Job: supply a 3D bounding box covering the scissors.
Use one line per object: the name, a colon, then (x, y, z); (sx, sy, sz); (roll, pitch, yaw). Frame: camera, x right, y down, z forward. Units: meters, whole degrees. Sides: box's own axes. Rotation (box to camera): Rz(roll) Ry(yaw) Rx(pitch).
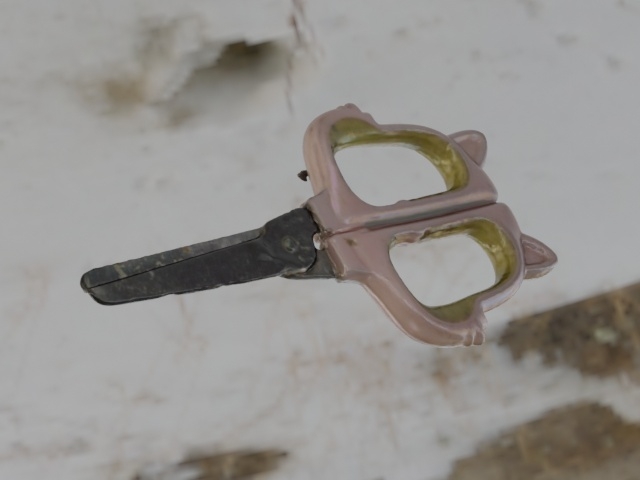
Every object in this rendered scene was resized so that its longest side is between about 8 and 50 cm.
scissors: (0.000, 0.000, 1.027); (0.318, 0.160, 0.024); (-11, 156, -43)
